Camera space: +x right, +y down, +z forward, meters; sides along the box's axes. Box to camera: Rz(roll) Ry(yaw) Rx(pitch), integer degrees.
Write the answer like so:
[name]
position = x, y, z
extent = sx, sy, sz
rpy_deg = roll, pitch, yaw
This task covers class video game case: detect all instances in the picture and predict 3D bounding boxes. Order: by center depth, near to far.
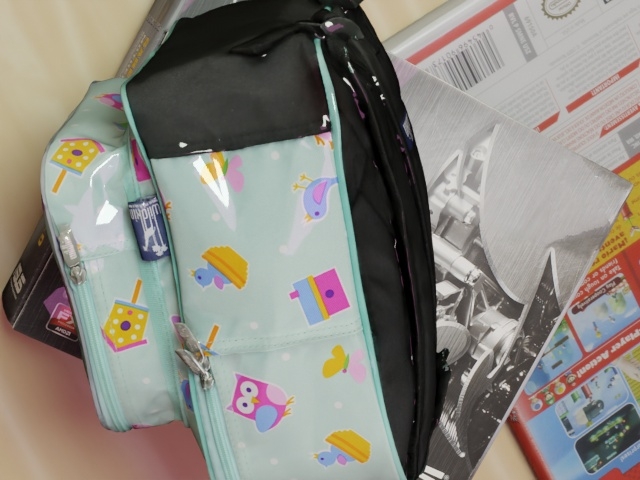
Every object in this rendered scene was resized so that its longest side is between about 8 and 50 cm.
[video game case]
position = 0.153, -0.013, 0.919
extent = 0.204, 0.025, 0.285
rpy_deg = -33, 111, -13

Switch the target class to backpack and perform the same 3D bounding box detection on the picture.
[backpack]
position = -0.024, 0.011, 0.704
extent = 0.144, 0.166, 0.188
rpy_deg = -17, 106, 6

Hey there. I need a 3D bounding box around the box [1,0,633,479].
[box]
position = 0.000, 0.000, 0.824
extent = 0.231, 0.056, 0.183
rpy_deg = 27, 97, -20
